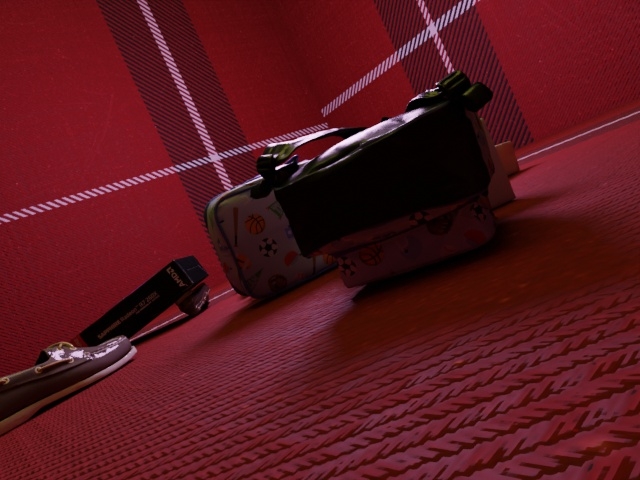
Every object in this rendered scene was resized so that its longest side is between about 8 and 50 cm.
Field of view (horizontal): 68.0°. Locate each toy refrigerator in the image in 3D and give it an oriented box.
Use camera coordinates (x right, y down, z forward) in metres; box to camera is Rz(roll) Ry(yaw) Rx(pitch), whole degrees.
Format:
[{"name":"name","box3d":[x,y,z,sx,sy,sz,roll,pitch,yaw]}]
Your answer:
[{"name":"toy refrigerator","box3d":[0.383,-0.181,1.221,0.270,0.094,0.102,-22,6,-32]}]

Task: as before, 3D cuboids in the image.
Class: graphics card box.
[{"name":"graphics card box","box3d":[-0.515,0.192,1.388,0.371,0.094,0.233,-37,2,0]}]

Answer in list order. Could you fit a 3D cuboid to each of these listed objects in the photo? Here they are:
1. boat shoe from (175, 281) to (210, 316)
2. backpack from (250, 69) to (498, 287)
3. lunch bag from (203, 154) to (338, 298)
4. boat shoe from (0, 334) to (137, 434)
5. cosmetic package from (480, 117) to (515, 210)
[{"name":"boat shoe","box3d":[-0.370,0.181,1.423,0.073,0.073,0.207,-48,3,9]},{"name":"backpack","box3d":[0.103,-0.075,0.605,0.277,0.213,0.263,-16,16,27]},{"name":"lunch bag","box3d":[-0.068,-0.035,0.967,0.304,0.243,0.115,-25,7,-24]},{"name":"boat shoe","box3d":[-0.490,0.244,0.864,0.117,0.096,0.324,-23,3,39]},{"name":"cosmetic package","box3d":[0.150,-0.073,0.810,0.296,0.153,0.129,-26,4,-4]}]
